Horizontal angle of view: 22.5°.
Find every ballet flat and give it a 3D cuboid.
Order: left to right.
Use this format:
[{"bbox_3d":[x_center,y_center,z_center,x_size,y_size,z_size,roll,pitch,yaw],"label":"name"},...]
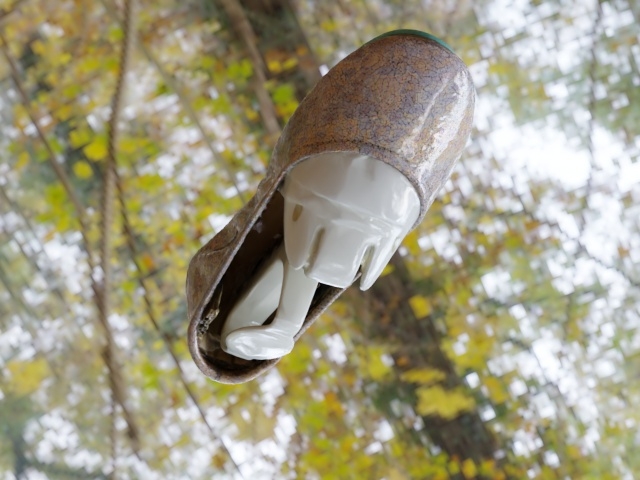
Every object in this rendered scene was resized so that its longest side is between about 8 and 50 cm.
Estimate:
[{"bbox_3d":[0.000,0.000,0.997,0.316,0.107,0.106,127,-20,-50],"label":"ballet flat"}]
